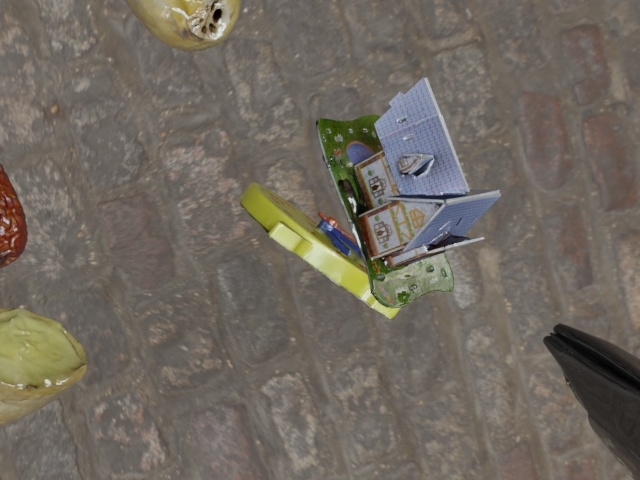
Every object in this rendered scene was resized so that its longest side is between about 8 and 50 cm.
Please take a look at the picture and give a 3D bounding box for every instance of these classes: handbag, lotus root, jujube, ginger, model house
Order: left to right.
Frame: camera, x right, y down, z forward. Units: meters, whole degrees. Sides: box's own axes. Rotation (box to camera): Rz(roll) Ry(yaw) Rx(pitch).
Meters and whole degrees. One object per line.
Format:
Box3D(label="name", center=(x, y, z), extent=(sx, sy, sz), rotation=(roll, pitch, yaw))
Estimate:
Box3D(label="jujube", center=(-0.449, -0.045, 0.984), extent=(0.109, 0.112, 0.176), rotation=(-25, 71, -10))
Box3D(label="ginger", center=(-0.377, 0.135, 0.827), extent=(0.267, 0.152, 0.137), rotation=(-11, 66, 10))
Box3D(label="lotus root", center=(-0.249, -0.437, 1.245), extent=(0.169, 0.151, 0.342), rotation=(-36, 57, 1))
Box3D(label="model house", center=(0.082, -0.041, 0.600), extent=(0.117, 0.088, 0.166), rotation=(-8, 77, -47))
Box3D(label="handbag", center=(0.488, 0.270, 1.184), extent=(0.152, 0.288, 0.342), rotation=(-44, 134, -5))

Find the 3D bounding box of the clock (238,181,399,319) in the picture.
Box3D(label="clock", center=(0.002, -0.004, 1.185), extent=(0.277, 0.293, 0.071), rotation=(35, 94, -27))
